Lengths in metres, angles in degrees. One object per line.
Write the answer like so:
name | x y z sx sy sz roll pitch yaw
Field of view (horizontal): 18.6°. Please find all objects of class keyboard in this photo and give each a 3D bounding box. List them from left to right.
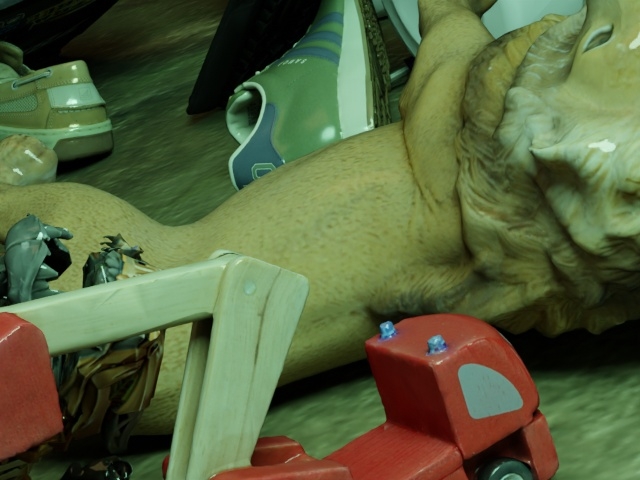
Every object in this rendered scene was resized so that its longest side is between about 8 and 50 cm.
keyboard | 0.026 -0.182 1.075 0.201 0.033 0.317 -42 -5 -25

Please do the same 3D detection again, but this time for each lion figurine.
lion figurine | 0.000 0.000 0.759 0.392 0.142 0.240 -29 24 17

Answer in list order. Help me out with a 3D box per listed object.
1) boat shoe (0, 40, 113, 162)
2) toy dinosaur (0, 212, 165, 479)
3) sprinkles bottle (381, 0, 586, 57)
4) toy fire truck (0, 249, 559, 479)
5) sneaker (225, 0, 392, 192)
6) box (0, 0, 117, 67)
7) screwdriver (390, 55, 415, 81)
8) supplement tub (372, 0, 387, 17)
boat shoe | -0.197 -0.089 1.217 0.190 0.072 0.068 3 15 42
toy dinosaur | -0.196 0.075 0.669 0.322 0.218 0.164 -45 34 19
sprinkles bottle | 0.197 -0.204 1.081 0.355 0.121 0.121 -30 22 -26
toy fire truck | -0.024 0.054 0.583 0.192 0.135 0.047 -28 21 -25
sneaker | -0.010 -0.080 1.017 0.086 0.064 0.192 -16 29 9
box | -0.260 -0.135 1.281 0.295 0.073 0.293 -28 0 -29
screwdriver | 0.036 -0.092 1.086 0.170 0.025 0.024 -24 20 -14
supplement tub | 0.008 -0.326 1.284 0.235 0.325 0.235 -18 20 7
